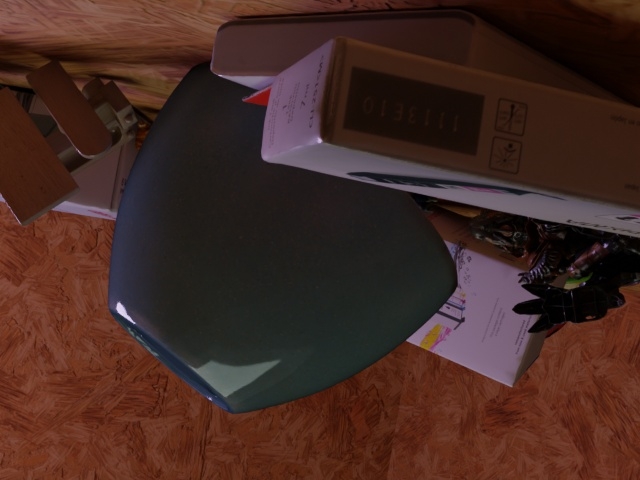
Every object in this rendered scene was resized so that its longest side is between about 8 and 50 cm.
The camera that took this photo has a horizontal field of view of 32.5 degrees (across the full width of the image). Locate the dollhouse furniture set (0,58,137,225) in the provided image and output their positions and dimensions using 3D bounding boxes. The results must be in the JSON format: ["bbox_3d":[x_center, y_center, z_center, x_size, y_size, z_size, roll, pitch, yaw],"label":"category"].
[{"bbox_3d":[-0.224,-0.069,1.012,0.123,0.144,0.151,51,167,20],"label":"dollhouse furniture set"}]

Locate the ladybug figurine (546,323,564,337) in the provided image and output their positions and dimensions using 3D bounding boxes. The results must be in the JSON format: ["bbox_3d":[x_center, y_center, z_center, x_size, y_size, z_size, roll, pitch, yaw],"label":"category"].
[{"bbox_3d":[0.314,0.103,1.986,0.305,0.162,0.449,3,-174,43],"label":"ladybug figurine"}]

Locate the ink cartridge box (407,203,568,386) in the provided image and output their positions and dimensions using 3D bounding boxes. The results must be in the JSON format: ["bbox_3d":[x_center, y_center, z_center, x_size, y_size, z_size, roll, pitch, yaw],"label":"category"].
[{"bbox_3d":[0.217,0.073,1.587,0.232,0.168,0.171,23,-162,19],"label":"ink cartridge box"}]

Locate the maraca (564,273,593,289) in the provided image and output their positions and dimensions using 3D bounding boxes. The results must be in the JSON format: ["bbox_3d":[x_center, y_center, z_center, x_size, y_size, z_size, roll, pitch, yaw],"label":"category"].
[{"bbox_3d":[0.427,0.037,1.735,0.185,0.099,0.127,-16,-165,-20],"label":"maraca"}]

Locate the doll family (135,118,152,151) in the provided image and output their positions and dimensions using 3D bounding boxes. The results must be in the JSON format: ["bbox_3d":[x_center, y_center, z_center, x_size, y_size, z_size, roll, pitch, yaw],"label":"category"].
[{"bbox_3d":[-0.119,-0.090,1.182,0.163,0.118,0.263,4,-164,-8],"label":"doll family"}]

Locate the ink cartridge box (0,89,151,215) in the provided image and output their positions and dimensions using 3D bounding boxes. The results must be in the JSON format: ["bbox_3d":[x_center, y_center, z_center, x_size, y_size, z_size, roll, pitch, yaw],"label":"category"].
[{"bbox_3d":[-0.341,-0.103,1.296,0.289,0.122,0.211,10,177,5],"label":"ink cartridge box"}]

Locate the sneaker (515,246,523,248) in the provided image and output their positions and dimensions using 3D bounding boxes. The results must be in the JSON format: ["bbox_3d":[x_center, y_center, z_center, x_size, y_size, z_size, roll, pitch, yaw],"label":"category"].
[{"bbox_3d":[0.328,-0.005,1.553,0.166,0.065,0.076,12,-178,0],"label":"sneaker"}]

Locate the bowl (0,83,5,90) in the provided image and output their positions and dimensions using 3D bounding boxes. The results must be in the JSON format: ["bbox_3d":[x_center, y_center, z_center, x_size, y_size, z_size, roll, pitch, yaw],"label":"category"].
[{"bbox_3d":[-0.365,-0.140,1.064,0.170,0.080,0.170,10,177,1],"label":"bowl"}]

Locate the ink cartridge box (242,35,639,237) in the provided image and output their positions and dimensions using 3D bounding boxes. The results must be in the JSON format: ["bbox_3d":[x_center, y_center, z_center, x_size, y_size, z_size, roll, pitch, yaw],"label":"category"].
[{"bbox_3d":[0.099,-0.048,0.664,0.275,0.060,0.239,10,176,-16],"label":"ink cartridge box"}]

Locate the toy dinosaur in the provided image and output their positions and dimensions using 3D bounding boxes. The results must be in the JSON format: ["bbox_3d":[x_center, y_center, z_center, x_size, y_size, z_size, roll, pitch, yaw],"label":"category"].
[{"bbox_3d":[0.317,-0.003,1.237,0.321,0.164,0.218,-14,179,33],"label":"toy dinosaur"}]

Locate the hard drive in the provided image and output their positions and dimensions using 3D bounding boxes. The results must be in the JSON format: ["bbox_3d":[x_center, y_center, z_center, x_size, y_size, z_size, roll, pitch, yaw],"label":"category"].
[{"bbox_3d":[0.103,-0.092,0.762,0.203,0.040,0.307,8,176,41],"label":"hard drive"}]

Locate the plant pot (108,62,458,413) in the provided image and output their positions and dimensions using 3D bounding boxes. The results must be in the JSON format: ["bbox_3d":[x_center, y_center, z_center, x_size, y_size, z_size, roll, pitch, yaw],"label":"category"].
[{"bbox_3d":[-0.061,0.026,0.908,0.290,0.195,0.290,37,166,11],"label":"plant pot"}]

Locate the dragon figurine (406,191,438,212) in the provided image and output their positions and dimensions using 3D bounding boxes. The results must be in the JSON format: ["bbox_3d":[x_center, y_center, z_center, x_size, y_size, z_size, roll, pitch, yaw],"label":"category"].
[{"bbox_3d":[0.018,-0.070,1.048,0.144,0.085,0.289,12,176,-28],"label":"dragon figurine"}]
